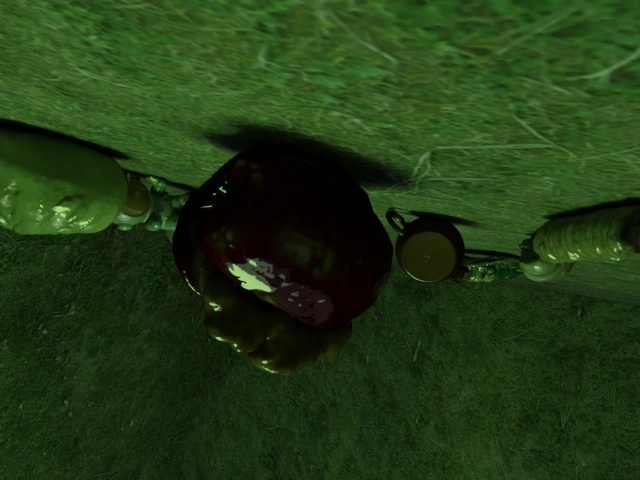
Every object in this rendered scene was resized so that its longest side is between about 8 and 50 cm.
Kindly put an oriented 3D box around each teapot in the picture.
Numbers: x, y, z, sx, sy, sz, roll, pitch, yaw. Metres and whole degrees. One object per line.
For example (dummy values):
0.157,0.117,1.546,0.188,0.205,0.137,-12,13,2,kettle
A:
0.176,0.007,0.941,0.173,0.116,0.116,38,177,0,teapot

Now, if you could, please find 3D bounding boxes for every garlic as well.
0.349,0.028,0.883,0.113,0.074,0.094,-6,179,-38,garlic

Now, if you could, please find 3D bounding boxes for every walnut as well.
-0.047,0.026,0.661,0.222,0.243,0.269,10,173,44,walnut

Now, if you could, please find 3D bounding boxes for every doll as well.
-0.336,-0.060,1.225,0.287,0.150,0.151,19,173,-41,doll

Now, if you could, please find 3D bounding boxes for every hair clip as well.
0.372,0.071,1.464,0.139,0.091,0.321,10,180,-30,hair clip

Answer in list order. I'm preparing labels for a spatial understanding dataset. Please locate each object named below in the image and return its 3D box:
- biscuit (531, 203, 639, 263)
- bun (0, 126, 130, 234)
0.290,-0.003,0.624,0.055,0.061,0.219,56,176,3,biscuit
-0.443,-0.085,0.906,0.260,0.159,0.259,14,175,1,bun
